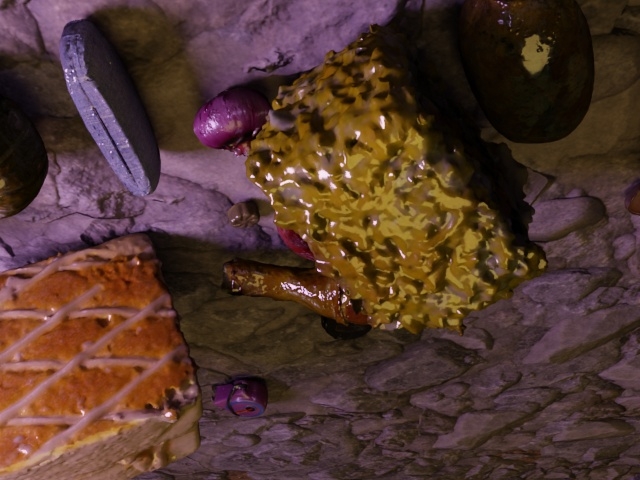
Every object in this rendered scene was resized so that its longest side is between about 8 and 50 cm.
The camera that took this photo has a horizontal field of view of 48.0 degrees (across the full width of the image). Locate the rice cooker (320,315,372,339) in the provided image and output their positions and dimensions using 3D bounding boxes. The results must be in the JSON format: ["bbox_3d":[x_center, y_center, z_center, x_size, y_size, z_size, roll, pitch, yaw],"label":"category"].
[{"bbox_3d":[0.058,0.132,1.467,0.112,0.106,0.165,2,148,-11],"label":"rice cooker"}]

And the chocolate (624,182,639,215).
[{"bbox_3d":[0.597,-0.077,1.307,0.101,0.031,0.064,8,125,-24],"label":"chocolate"}]

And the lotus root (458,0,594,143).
[{"bbox_3d":[0.270,-0.231,0.937,0.160,0.151,0.275,-13,144,18],"label":"lotus root"}]

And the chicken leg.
[{"bbox_3d":[0.011,0.080,1.271,0.361,0.140,0.211,5,158,-11],"label":"chicken leg"}]

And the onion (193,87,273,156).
[{"bbox_3d":[-0.120,-0.164,1.022,0.115,0.104,0.115,-25,-179,1],"label":"onion"}]

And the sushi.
[{"bbox_3d":[0.114,-0.080,0.951,0.240,0.351,0.396,-34,115,23],"label":"sushi"}]

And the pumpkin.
[{"bbox_3d":[-0.483,-0.127,0.977,0.224,0.157,0.223,10,145,7],"label":"pumpkin"}]

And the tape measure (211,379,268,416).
[{"bbox_3d":[-0.197,0.401,1.840,0.118,0.074,0.125,-22,137,31],"label":"tape measure"}]

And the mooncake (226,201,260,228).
[{"bbox_3d":[0.001,-0.012,1.305,0.347,0.057,0.150,7,156,-7],"label":"mooncake"}]

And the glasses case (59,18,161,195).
[{"bbox_3d":[-0.278,-0.172,0.980,0.067,0.109,0.282,-11,145,5],"label":"glasses case"}]

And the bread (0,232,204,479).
[{"bbox_3d":[-0.414,0.233,1.248,0.390,0.371,0.279,-21,152,-11],"label":"bread"}]

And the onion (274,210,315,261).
[{"bbox_3d":[0.008,-0.026,1.154,0.160,0.194,0.159,-7,131,-8],"label":"onion"}]
